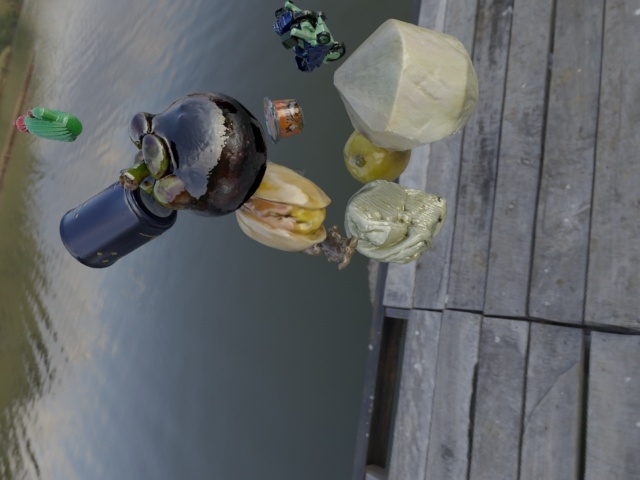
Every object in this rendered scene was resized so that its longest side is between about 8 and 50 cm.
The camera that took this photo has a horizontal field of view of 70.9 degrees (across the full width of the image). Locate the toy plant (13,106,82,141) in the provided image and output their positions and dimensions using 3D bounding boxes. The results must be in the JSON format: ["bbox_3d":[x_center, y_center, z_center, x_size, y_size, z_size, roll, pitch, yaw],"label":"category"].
[{"bbox_3d":[-0.839,-0.352,1.396,0.241,0.155,0.088,-3,71,43],"label":"toy plant"}]

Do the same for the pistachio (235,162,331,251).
[{"bbox_3d":[-0.116,-0.097,1.228,0.309,0.230,0.229,21,94,29],"label":"pistachio"}]

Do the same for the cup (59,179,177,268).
[{"bbox_3d":[-0.509,-0.082,1.191,0.257,0.178,0.254,-25,34,23],"label":"cup"}]

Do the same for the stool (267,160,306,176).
[{"bbox_3d":[-0.231,-0.232,1.551,0.244,0.270,0.170,32,107,17],"label":"stool"}]

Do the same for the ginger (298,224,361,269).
[{"bbox_3d":[0.001,0.000,1.376,0.290,0.084,0.122,20,91,49],"label":"ginger"}]

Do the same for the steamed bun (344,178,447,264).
[{"bbox_3d":[0.255,-0.034,1.562,0.346,0.395,0.237,-114,28,-42],"label":"steamed bun"}]

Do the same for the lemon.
[{"bbox_3d":[0.223,-0.340,1.743,0.261,0.260,0.283,-31,26,41],"label":"lemon"}]

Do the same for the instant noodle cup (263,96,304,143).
[{"bbox_3d":[-0.135,-0.464,1.711,0.208,0.126,0.177,157,100,-78],"label":"instant noodle cup"}]

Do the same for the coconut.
[{"bbox_3d":[0.233,-0.439,1.326,0.416,0.416,0.343,-3,81,51],"label":"coconut"}]

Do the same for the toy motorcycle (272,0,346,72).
[{"bbox_3d":[-0.044,-0.706,1.604,0.197,0.331,0.125,-19,77,26],"label":"toy motorcycle"}]

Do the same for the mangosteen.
[{"bbox_3d":[-0.282,-0.207,1.045,0.296,0.314,0.296,-55,22,35],"label":"mangosteen"}]
